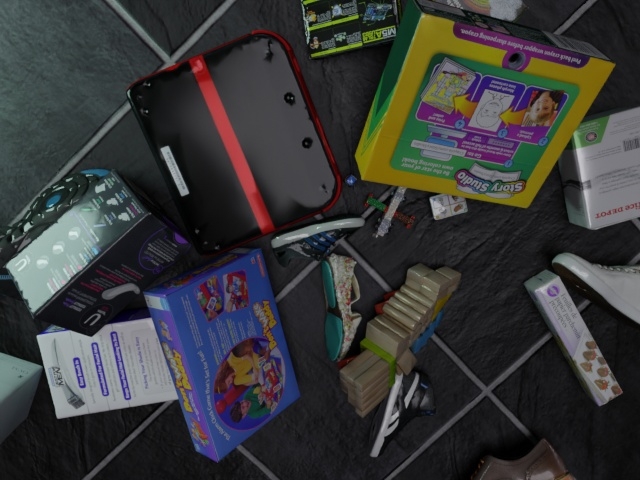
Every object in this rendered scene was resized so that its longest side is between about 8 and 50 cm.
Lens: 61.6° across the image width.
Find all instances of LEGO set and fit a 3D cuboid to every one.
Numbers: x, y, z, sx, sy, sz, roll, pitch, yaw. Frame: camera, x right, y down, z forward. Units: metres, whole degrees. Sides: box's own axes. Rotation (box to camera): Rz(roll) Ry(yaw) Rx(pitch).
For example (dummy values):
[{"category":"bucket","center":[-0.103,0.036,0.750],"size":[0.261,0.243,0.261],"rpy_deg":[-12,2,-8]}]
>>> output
[{"category":"LEGO set","center":[0.172,-0.115,1.134],"size":[0.244,0.060,0.183],"rpy_deg":[-17,98,-9]}]

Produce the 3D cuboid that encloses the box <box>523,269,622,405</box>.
[{"category":"box","center":[0.563,0.218,1.197],"size":[0.063,0.067,0.324],"rpy_deg":[-32,101,3]}]

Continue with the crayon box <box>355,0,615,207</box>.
[{"category":"crayon box","center":[0.283,-0.234,0.988],"size":[0.362,0.106,0.313],"rpy_deg":[8,129,-14]}]

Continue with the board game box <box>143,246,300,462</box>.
[{"category":"board game box","center":[-0.182,0.215,1.067],"size":[0.233,0.078,0.347],"rpy_deg":[-27,111,-43]}]

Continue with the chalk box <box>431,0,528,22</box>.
[{"category":"chalk box","center":[0.255,-0.410,1.031],"size":[0.213,0.132,0.132],"rpy_deg":[-40,101,5]}]

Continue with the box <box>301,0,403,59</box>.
[{"category":"box","center":[0.056,-0.454,1.016],"size":[0.190,0.045,0.184],"rpy_deg":[-4,103,26]}]

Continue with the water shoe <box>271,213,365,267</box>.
[{"category":"water shoe","center":[0.000,0.000,1.126],"size":[0.203,0.073,0.080],"rpy_deg":[-14,101,9]}]

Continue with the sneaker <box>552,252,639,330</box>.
[{"category":"sneaker","center":[0.631,0.082,1.166],"size":[0.290,0.106,0.123],"rpy_deg":[31,88,-16]}]

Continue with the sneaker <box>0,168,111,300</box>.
[{"category":"sneaker","center":[-0.533,-0.015,1.086],"size":[0.340,0.125,0.140],"rpy_deg":[-35,128,1]}]

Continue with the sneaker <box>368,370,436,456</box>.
[{"category":"sneaker","center":[0.191,0.397,1.201],"size":[0.121,0.079,0.217],"rpy_deg":[16,98,-4]}]

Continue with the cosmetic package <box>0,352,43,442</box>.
[{"category":"cosmetic package","center":[-0.724,0.314,1.063],"size":[0.223,0.225,0.138],"rpy_deg":[20,99,-7]}]

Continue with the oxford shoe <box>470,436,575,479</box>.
[{"category":"oxford shoe","center":[0.388,0.573,1.245],"size":[0.363,0.130,0.133],"rpy_deg":[-27,68,9]}]

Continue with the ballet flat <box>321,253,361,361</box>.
[{"category":"ballet flat","center":[0.051,0.143,1.150],"size":[0.077,0.091,0.241],"rpy_deg":[-9,106,-24]}]

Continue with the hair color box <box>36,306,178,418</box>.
[{"category":"hair color box","center":[-0.387,0.243,1.129],"size":[0.338,0.110,0.185],"rpy_deg":[-8,100,-3]}]

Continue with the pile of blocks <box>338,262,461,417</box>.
[{"category":"pile of blocks","center":[0.156,0.194,1.152],"size":[0.362,0.112,0.149],"rpy_deg":[-49,142,-14]}]

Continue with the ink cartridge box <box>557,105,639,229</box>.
[{"category":"ink cartridge box","center":[0.591,-0.151,1.115],"size":[0.160,0.092,0.220],"rpy_deg":[-15,101,0]}]

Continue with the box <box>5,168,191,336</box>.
[{"category":"box","center":[-0.413,0.028,1.018],"size":[0.270,0.165,0.143],"rpy_deg":[-43,63,-4]}]

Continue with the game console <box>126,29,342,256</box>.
[{"category":"game console","center":[-0.164,-0.194,1.093],"size":[0.341,0.060,0.387],"rpy_deg":[-21,100,6]}]
